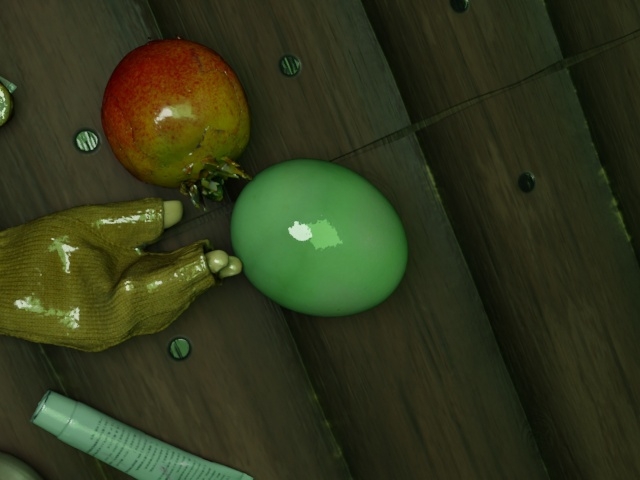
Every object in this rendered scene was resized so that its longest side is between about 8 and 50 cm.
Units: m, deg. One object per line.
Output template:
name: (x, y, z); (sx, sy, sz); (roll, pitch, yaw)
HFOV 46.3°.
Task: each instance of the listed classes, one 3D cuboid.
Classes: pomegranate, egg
pomegranate: (-0.188, -0.160, 1.023); (0.210, 0.210, 0.235); (-29, 86, -18)
egg: (0.000, 0.000, 1.078); (0.270, 0.220, 0.220); (31, 79, -23)

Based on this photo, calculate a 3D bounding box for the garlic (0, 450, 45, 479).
garlic: (-0.499, 0.371, 0.944); (0.340, 0.231, 0.246); (16, 129, -3)

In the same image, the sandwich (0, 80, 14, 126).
sandwich: (-0.521, -0.207, 0.958); (0.186, 0.065, 0.214); (-32, 110, -11)

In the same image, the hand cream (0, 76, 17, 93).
hand cream: (-0.516, -0.256, 1.002); (0.216, 0.038, 0.052); (40, 101, -20)

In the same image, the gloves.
gloves: (-0.283, 0.047, 1.006); (0.356, 0.155, 0.203); (-6, 54, 0)

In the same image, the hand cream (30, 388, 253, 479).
hand cream: (-0.251, 0.311, 1.070); (0.331, 0.058, 0.085); (32, 77, -16)
